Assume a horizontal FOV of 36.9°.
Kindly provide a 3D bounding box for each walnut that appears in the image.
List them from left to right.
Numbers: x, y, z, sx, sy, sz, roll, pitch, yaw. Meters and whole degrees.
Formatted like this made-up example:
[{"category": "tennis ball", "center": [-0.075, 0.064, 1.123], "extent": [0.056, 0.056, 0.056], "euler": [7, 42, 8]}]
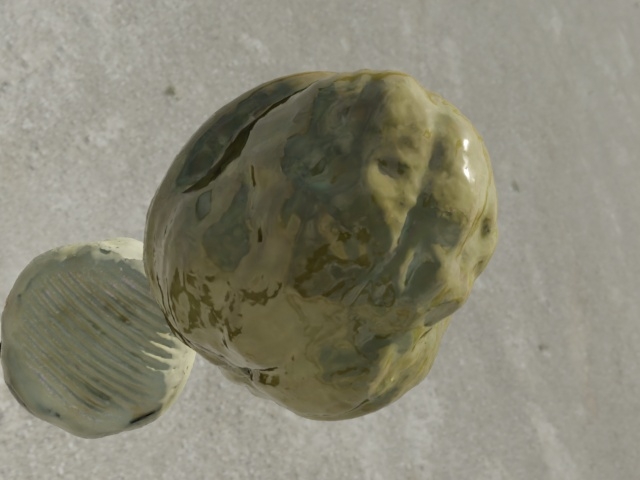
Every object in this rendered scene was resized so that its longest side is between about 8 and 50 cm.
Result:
[{"category": "walnut", "center": [0.000, 0.000, 0.777], "extent": [0.253, 0.282, 0.277], "euler": [27, 85, 7]}]

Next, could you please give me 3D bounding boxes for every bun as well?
[{"category": "bun", "center": [-0.262, 0.114, 1.133], "extent": [0.239, 0.239, 0.141], "euler": [63, -1, -4]}]
